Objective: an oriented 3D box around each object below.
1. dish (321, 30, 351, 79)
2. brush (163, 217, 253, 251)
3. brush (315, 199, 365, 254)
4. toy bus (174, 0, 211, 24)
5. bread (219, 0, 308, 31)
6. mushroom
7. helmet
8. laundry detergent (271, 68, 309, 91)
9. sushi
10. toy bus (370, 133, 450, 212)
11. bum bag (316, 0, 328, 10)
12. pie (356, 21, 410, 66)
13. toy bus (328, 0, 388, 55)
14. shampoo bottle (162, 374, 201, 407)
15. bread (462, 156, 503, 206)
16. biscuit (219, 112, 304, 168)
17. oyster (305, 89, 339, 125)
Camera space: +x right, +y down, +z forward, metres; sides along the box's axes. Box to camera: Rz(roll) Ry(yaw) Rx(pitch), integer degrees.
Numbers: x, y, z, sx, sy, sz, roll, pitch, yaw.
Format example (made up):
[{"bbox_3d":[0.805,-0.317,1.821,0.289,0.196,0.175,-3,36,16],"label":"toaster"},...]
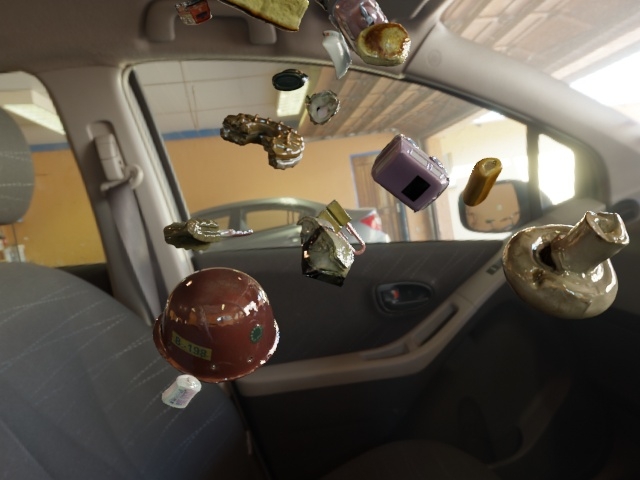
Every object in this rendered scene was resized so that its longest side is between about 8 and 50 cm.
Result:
[{"bbox_3d":[0.068,-0.736,1.741,0.077,0.151,0.212,-20,33,14],"label":"dish"},{"bbox_3d":[-0.254,-0.014,1.098,0.084,0.071,0.301,-14,-5,22],"label":"brush"},{"bbox_3d":[0.091,-0.038,1.721,0.103,0.233,0.047,-42,12,-7],"label":"brush"},{"bbox_3d":[-0.425,-0.764,1.494,0.079,0.077,0.174,-33,35,-16],"label":"toy bus"},{"bbox_3d":[-0.234,-0.857,1.494,0.323,0.333,0.143,9,-51,-34],"label":"bread"},{"bbox_3d":[0.635,0.042,1.160,0.292,0.292,0.290,-10,-40,-10],"label":"mushroom"},{"bbox_3d":[-0.304,0.197,1.298,0.385,0.230,0.337,22,39,17],"label":"helmet"},{"bbox_3d":[-0.115,-0.662,1.839,0.144,0.078,0.222,0,24,8],"label":"laundry detergent"},{"bbox_3d":[0.014,-0.003,1.367,0.134,0.273,0.109,17,-51,-26],"label":"sushi"},{"bbox_3d":[0.255,-0.182,1.260,0.142,0.202,0.142,-48,15,29],"label":"toy bus"},{"bbox_3d":[-0.022,-1.013,1.752,0.095,0.144,0.340,-23,5,15],"label":"bum bag"},{"bbox_3d":[0.234,-0.739,1.683,0.205,0.179,0.084,10,-27,10],"label":"pie"},{"bbox_3d":[0.193,-0.943,1.954,0.197,0.294,0.232,-39,41,8],"label":"toy bus"},{"bbox_3d":[-0.364,0.395,1.183,0.072,0.099,0.043,28,25,-28],"label":"shampoo bottle"},{"bbox_3d":[0.517,-0.189,1.454,0.092,0.074,0.239,-32,-20,-6],"label":"bread"},{"bbox_3d":[-0.221,-0.422,1.866,0.366,0.115,0.268,37,36,23],"label":"biscuit"},{"bbox_3d":[0.007,-0.556,1.858,0.081,0.191,0.163,-7,-38,-53],"label":"oyster"}]
